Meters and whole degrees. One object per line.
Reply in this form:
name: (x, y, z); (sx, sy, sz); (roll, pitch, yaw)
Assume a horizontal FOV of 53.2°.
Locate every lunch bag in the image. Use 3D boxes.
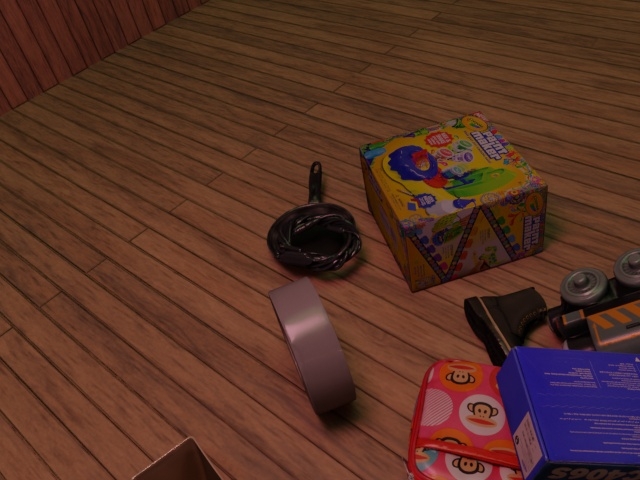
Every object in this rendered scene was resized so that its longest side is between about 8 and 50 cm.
lunch bag: (0.267, 0.307, 0.887); (0.293, 0.120, 0.258); (8, 43, 15)

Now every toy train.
toy train: (0.522, 0.110, 0.985); (0.334, 0.142, 0.190); (-23, 34, 25)

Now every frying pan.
frying pan: (-0.039, -0.048, 1.433); (0.197, 0.053, 0.326); (-21, 42, -7)

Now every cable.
cable: (0.000, 0.000, 1.321); (0.185, 0.047, 0.150); (3, 42, 20)

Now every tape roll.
tape roll: (-0.015, 0.173, 1.057); (0.072, 0.219, 0.219); (-21, 42, -7)

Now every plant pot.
plant pot: (-0.201, 0.386, 0.965); (0.109, 0.096, 0.109); (-33, 45, -21)

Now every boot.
boot: (0.347, 0.152, 1.093); (0.137, 0.076, 0.197); (-13, 42, -6)

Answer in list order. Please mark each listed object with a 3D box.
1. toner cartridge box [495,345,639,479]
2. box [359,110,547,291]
toner cartridge box: (0.419, 0.233, 0.825); (0.348, 0.075, 0.165); (5, 45, -7)
box: (0.260, -0.087, 1.303); (0.279, 0.177, 0.289); (-17, 41, -5)
